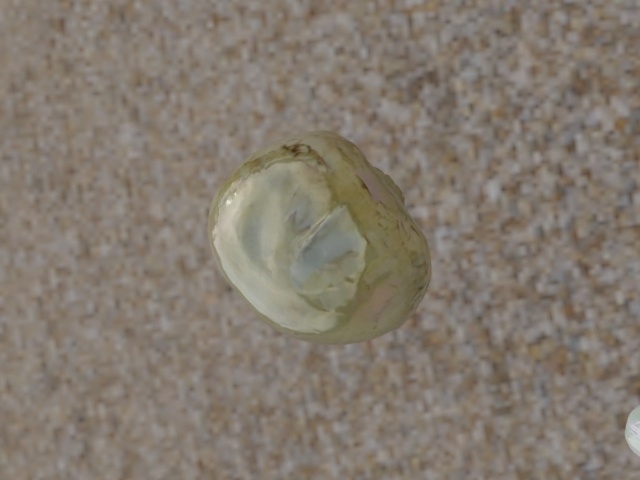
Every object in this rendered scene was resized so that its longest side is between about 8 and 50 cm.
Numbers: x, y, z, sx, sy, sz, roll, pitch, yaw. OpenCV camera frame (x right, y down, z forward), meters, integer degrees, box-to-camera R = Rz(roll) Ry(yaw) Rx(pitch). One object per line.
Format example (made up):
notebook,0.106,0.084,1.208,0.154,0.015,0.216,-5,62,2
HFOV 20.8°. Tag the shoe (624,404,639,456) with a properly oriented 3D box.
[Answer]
shoe,0.385,0.154,1.679,0.265,0.095,0.110,-3,116,56

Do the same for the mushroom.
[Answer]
mushroom,0.000,0.000,1.063,0.148,0.112,0.148,21,134,23
